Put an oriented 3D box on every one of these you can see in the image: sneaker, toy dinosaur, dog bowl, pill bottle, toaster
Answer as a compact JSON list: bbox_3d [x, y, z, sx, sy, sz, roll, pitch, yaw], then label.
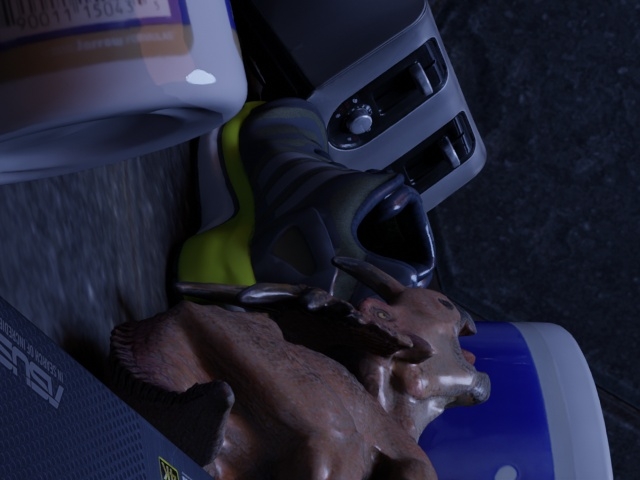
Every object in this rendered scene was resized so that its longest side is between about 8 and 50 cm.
[{"bbox_3d":[0.000,0.000,1.056,0.300,0.121,0.111,-90,165,-63],"label":"sneaker"},{"bbox_3d":[-0.024,0.072,0.783,0.296,0.127,0.200,37,31,-60],"label":"toy dinosaur"},{"bbox_3d":[0.074,0.174,1.051,0.265,0.104,0.265,-178,-90,-83],"label":"dog bowl"},{"bbox_3d":[-0.094,-0.116,0.577,0.112,0.112,0.186,23,54,-81],"label":"pill bottle"},{"bbox_3d":[0.016,-0.116,1.296,0.185,0.110,0.168,56,-5,39],"label":"toaster"}]

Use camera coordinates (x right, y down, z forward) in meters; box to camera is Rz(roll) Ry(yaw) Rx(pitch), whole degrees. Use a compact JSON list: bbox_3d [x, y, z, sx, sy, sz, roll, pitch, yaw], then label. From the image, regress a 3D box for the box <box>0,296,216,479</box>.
[{"bbox_3d":[-0.054,0.138,0.512,0.232,0.059,0.183,50,26,-55],"label":"box"}]
